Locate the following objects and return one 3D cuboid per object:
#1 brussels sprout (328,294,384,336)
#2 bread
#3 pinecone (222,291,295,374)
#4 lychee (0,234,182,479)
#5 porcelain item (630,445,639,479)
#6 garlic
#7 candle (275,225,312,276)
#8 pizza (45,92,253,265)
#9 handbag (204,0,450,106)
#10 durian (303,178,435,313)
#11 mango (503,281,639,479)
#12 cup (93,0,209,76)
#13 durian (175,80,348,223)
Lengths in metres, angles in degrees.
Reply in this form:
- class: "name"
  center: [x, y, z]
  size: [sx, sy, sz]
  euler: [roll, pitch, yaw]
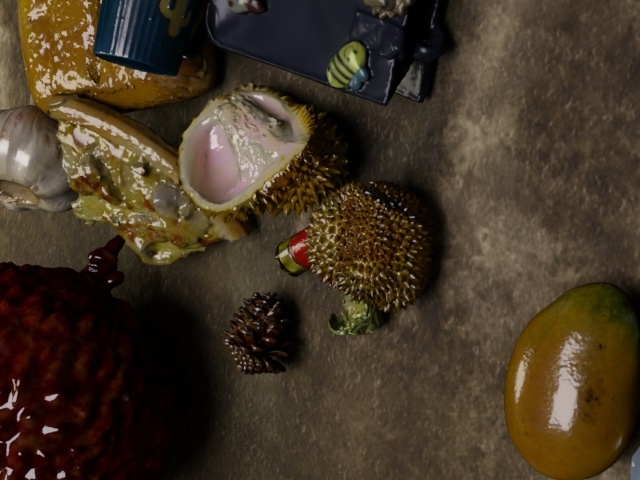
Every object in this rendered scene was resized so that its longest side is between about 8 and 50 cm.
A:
- class: "brussels sprout"
  center: [0.050, 0.084, 1.854]
  size: [0.085, 0.058, 0.085]
  euler: [-23, 59, 44]
- class: "bread"
  center: [-0.301, -0.335, 2.046]
  size: [0.337, 0.148, 0.328]
  euler: [-1, 97, 43]
- class: "pinecone"
  center: [-0.081, 0.122, 1.956]
  size: [0.102, 0.102, 0.109]
  euler: [4, 93, 43]
- class: "lychee"
  center: [-0.397, 0.213, 2.077]
  size: [0.425, 0.424, 0.500]
  euler: [11, 77, 42]
- class: "porcelain item"
  center: [0.493, 0.282, 1.381]
  size: [0.405, 0.178, 0.242]
  euler: [7, 104, 45]
- class: "garlic"
  center: [-0.425, -0.160, 2.226]
  size: [0.199, 0.199, 0.226]
  euler: [-18, 51, 44]
- class: "candle"
  center: [0.000, 0.000, 1.889]
  size: [0.131, 0.052, 0.052]
  euler: [-33, 75, 42]
- class: "pizza"
  center: [-0.254, -0.060, 2.027]
  size: [0.323, 0.089, 0.223]
  euler: [36, 140, 1]
- class: "handbag"
  center: [0.019, -0.340, 1.761]
  size: [0.329, 0.122, 0.303]
  euler: [25, 114, 37]
- class: "durian"
  center: [0.058, 0.002, 1.774]
  size: [0.158, 0.137, 0.168]
  euler: [7, 118, 2]
- class: "mango"
  center: [0.273, 0.150, 1.609]
  size: [0.151, 0.120, 0.221]
  euler: [11, 98, 39]
- class: "cup"
  center: [-0.199, -0.288, 1.868]
  size: [0.131, 0.176, 0.155]
  euler: [13, 87, 46]
- class: "durian"
  center: [-0.071, -0.099, 1.870]
  size: [0.250, 0.138, 0.183]
  euler: [29, 98, 42]
